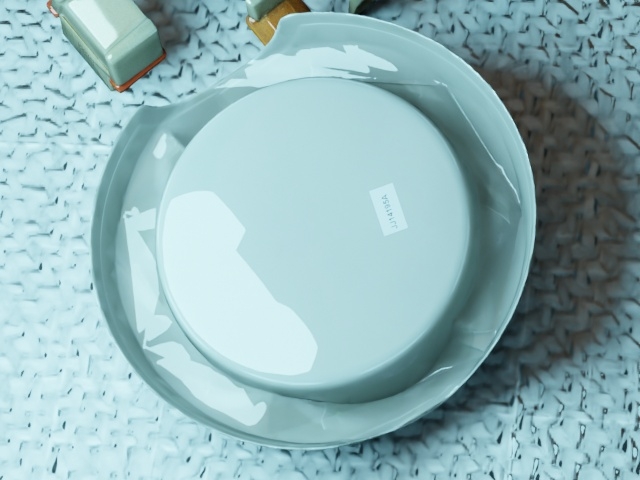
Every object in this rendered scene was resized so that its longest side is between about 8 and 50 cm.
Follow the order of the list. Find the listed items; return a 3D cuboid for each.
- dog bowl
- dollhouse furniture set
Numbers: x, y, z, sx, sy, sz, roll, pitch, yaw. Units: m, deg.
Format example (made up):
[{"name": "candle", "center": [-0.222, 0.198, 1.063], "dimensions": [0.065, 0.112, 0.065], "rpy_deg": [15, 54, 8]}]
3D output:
[{"name": "dog bowl", "center": [0.000, 0.000, 1.568], "dimensions": [0.348, 0.102, 0.349], "rpy_deg": [-3, 75, 10]}, {"name": "dollhouse furniture set", "center": [-0.104, -0.246, 1.698], "dimensions": [0.259, 0.135, 0.262], "rpy_deg": [-39, 87, -7]}]
